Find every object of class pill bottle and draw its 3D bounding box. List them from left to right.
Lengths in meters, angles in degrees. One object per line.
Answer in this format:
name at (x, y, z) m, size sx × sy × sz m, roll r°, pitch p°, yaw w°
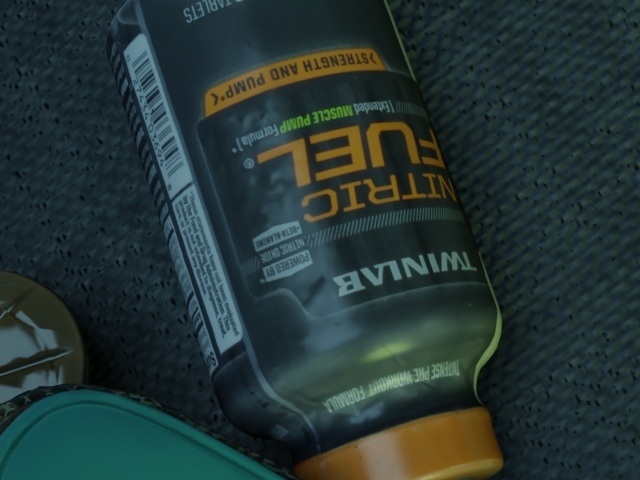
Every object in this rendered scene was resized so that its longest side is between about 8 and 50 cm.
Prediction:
pill bottle at (0.000, 0.000, 0.771) m, size 0.130 × 0.130 × 0.245 m, roll -22°, pitch 75°, yaw 10°

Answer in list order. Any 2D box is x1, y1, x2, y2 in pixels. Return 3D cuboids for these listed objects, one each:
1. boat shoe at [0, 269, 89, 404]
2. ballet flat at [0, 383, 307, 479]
boat shoe at (-0.193, 0.179, 0.801) m, size 0.122 × 0.110 × 0.341 m, roll 27°, pitch 83°, yaw 4°
ballet flat at (0.064, 0.214, 0.682) m, size 0.483 × 0.182 × 0.164 m, roll 25°, pitch 52°, yaw 8°
